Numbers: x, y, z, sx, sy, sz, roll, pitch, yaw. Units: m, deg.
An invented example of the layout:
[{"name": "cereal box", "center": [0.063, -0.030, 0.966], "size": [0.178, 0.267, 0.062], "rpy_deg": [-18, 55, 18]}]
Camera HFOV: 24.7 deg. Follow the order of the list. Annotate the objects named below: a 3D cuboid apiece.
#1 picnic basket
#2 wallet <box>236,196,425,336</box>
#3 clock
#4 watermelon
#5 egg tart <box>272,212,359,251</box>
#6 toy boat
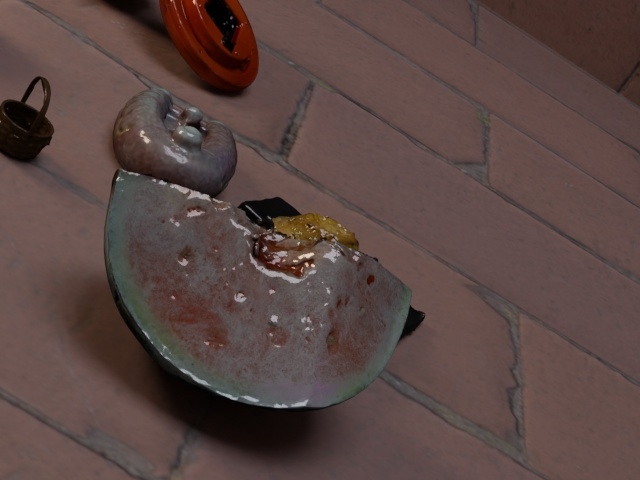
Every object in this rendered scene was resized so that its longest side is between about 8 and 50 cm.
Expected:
[{"name": "picnic basket", "center": [-0.308, -0.133, 1.554], "size": [0.072, 0.083, 0.072], "rpy_deg": [29, 23, -13]}, {"name": "wallet", "center": [-0.015, 0.041, 1.676], "size": [0.247, 0.041, 0.323], "rpy_deg": [40, 19, 11]}, {"name": "clock", "center": [-0.153, -0.307, 2.071], "size": [0.205, 0.051, 0.205], "rpy_deg": [44, 32, -37]}, {"name": "watermelon", "center": [-0.086, 0.076, 1.410], "size": [0.321, 0.175, 0.188], "rpy_deg": [23, 69, -13]}, {"name": "egg tart", "center": [0.000, 0.000, 1.670], "size": [0.128, 0.049, 0.129], "rpy_deg": [31, 16, -10]}, {"name": "toy boat", "center": [-0.165, -0.125, 1.741], "size": [0.155, 0.085, 0.227], "rpy_deg": [32, 22, -10]}]
